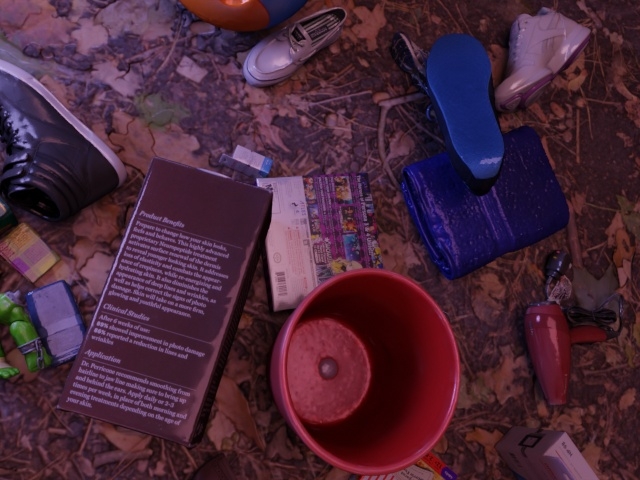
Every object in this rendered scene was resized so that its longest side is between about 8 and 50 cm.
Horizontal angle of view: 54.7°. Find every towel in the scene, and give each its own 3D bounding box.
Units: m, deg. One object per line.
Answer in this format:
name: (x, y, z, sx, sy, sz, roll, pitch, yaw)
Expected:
towel: (-0.391, 0.124, 0.928, 0.067, 0.029, 0.120, -20, 86, -22)
towel: (-0.446, 0.017, 0.943, 0.083, 0.009, 0.060, 45, 68, -5)
towel: (0.317, -0.077, 1.192, 0.308, 0.076, 0.228, -21, 89, -20)

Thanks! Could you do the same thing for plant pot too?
plant pot: (0.038, 0.195, 0.941, 0.274, 0.243, 0.275, 4, 77, -17)

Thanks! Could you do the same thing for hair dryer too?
hair dryer: (0.489, 0.180, 1.185, 0.223, 0.080, 0.294, 37, 70, -8)

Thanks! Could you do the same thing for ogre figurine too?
ogre figurine: (-0.487, 0.134, 0.862, 0.196, 0.097, 0.118, -5, 92, 13)

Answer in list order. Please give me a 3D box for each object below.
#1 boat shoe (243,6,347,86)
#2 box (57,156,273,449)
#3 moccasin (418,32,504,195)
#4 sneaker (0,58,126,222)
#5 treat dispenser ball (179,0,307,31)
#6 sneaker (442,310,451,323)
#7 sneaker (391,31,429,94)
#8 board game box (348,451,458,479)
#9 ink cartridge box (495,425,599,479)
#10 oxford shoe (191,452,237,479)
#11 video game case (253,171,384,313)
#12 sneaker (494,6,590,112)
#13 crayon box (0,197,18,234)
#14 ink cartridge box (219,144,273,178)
boat shoe: (-0.046, -0.365, 1.127, 0.226, 0.076, 0.083, -42, 93, -22)
box: (-0.214, 0.089, 0.921, 0.191, 0.143, 0.382, 17, 74, 0)
moccasin: (0.252, -0.231, 1.132, 0.137, 0.117, 0.342, -2, 58, 9)
sneaker: (-0.445, -0.147, 0.911, 0.295, 0.104, 0.147, 40, 48, -10)
treat dispenser ball: (-0.130, -0.493, 1.013, 0.288, 0.288, 0.289, 4, 77, -18)
sneaker: (0.171, 0.163, 1.088, 0.157, 0.065, 0.061, -17, 84, -21)
sneaker: (0.192, -0.355, 1.225, 0.058, 0.052, 0.135, -40, 101, -29)
board game box: (0.117, 0.424, 1.023, 0.146, 0.045, 0.193, 40, 69, -6)
ink cartridge box: (0.393, 0.381, 1.053, 0.060, 0.180, 0.104, -36, 91, -22)
oxford shoe: (-0.088, 0.439, 0.927, 0.271, 0.097, 0.098, 48, 62, -4)
video game case: (0.000, 0.000, 1.079, 0.210, 0.042, 0.232, -6, 80, -18)
sneaker: (0.427, -0.376, 1.288, 0.152, 0.114, 0.305, 43, 64, 9)
crayon box: (-0.595, -0.086, 0.877, 0.165, 0.081, 0.278, -43, 94, -22)
ink cartridge box: (-0.128, -0.136, 1.063, 0.083, 0.048, 0.028, 23, 72, -13)
